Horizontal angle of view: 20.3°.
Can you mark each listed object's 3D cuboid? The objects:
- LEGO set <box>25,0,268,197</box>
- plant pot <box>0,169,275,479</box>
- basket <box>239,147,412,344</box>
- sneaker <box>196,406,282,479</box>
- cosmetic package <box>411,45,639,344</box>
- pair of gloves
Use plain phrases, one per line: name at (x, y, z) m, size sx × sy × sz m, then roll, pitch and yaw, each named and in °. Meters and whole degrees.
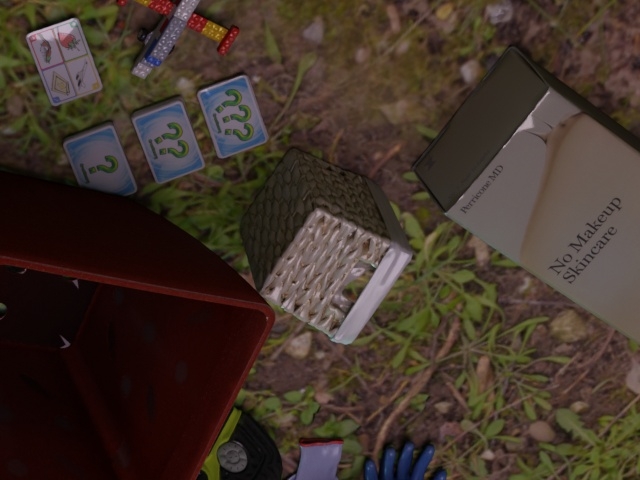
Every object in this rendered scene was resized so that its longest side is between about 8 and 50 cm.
LEGO set at (-0.155, -0.150, 1.580) m, size 0.182 × 0.060 × 0.244 m, roll -20°, pitch 124°, yaw -5°
plant pot at (-0.241, 0.081, 1.557) m, size 0.267 × 0.235 × 0.267 m, roll 12°, pitch 117°, yaw -32°
basket at (0.000, 0.000, 1.641) m, size 0.103 × 0.167 × 0.113 m, roll 28°, pitch 107°, yaw -21°
sneaker at (-0.226, 0.255, 1.749) m, size 0.385 × 0.145 × 0.147 m, roll -12°, pitch 158°, yaw -19°
cosmetic package at (0.261, -0.032, 1.727) m, size 0.309 × 0.113 × 0.160 m, roll 31°, pitch 105°, yaw -28°
pair of gloves at (0.032, 0.276, 1.875) m, size 0.198 × 0.023 × 0.159 m, roll 3°, pitch 116°, yaw -17°
